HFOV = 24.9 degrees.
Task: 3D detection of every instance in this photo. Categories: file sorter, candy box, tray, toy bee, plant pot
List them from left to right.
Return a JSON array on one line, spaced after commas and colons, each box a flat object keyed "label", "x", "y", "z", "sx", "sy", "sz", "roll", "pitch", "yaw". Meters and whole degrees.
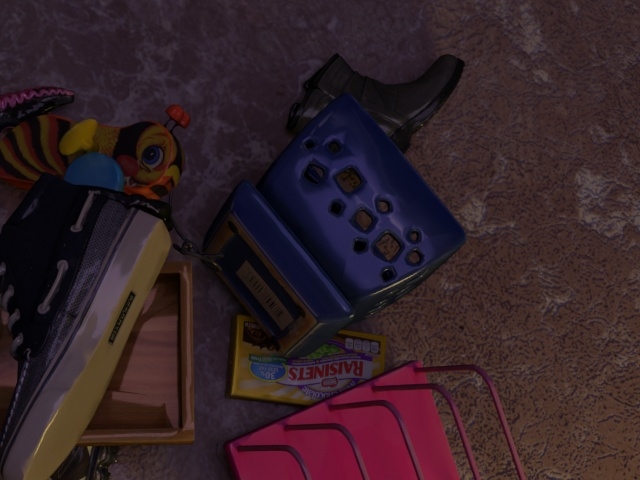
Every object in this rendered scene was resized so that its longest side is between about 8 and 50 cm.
[{"label": "tray", "x": -0.350, "y": 0.130, "z": 1.626, "sx": 0.411, "sy": 0.076, "sz": 0.203, "roll": 0, "pitch": 77, "yaw": -7}, {"label": "toy bee", "x": -0.226, "y": -0.092, "z": 1.714, "sx": 0.298, "sy": 0.195, "sz": 0.162, "roll": 25, "pitch": 82, "yaw": -6}, {"label": "candy box", "x": -0.016, "y": 0.159, "z": 1.831, "sx": 0.206, "sy": 0.027, "sz": 0.105, "roll": 9, "pitch": 76, "yaw": -20}, {"label": "plant pot", "x": 0.000, "y": 0.000, "z": 1.755, "sx": 0.212, "sy": 0.236, "sz": 0.236, "roll": -38, "pitch": 86, "yaw": -25}, {"label": "file sorter", "x": 0.075, "y": 0.283, "z": 1.727, "sx": 0.290, "sy": 0.182, "sz": 0.202, "roll": -20, "pitch": 94, "yaw": -29}]

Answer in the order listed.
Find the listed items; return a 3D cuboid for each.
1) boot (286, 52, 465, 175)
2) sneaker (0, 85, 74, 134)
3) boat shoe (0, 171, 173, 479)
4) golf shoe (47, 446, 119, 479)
[{"label": "boot", "x": 0.075, "y": -0.200, "z": 1.932, "sx": 0.161, "sy": 0.083, "sz": 0.246, "roll": 40, "pitch": 64, "yaw": -3}, {"label": "sneaker", "x": -0.355, "y": -0.155, "z": 1.766, "sx": 0.119, "sy": 0.047, "sz": 0.057, "roll": -15, "pitch": 105, "yaw": -24}, {"label": "boat shoe", "x": -0.296, "y": 0.089, "z": 1.557, "sx": 0.158, "sy": 0.127, "sz": 0.340, "roll": 22, "pitch": 72, "yaw": 11}, {"label": "golf shoe", "x": -0.275, "y": 0.193, "z": 1.688, "sx": 0.094, "sy": 0.077, "sz": 0.198, "roll": 15, "pitch": 71, "yaw": -19}]
